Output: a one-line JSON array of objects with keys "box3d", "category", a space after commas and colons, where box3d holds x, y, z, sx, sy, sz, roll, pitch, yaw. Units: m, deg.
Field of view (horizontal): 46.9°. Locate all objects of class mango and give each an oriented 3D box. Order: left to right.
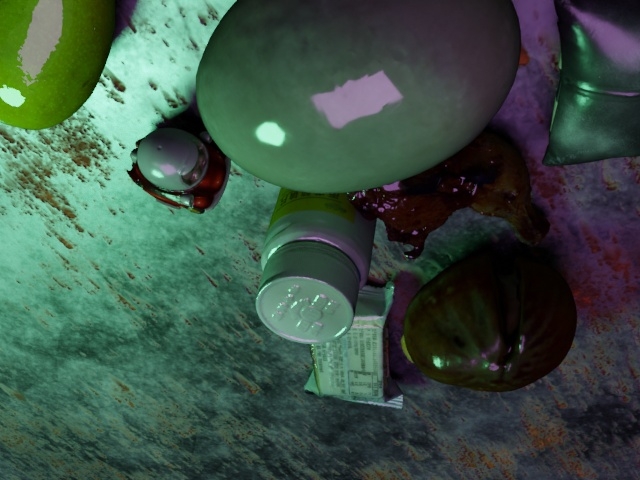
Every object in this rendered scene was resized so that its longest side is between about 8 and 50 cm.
[{"box3d": [-0.332, -0.262, 0.870, 0.175, 0.143, 0.293, 25, 124, -5], "category": "mango"}]

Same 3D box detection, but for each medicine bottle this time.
[{"box3d": [0.000, 0.000, 0.968, 0.143, 0.258, 0.143, 6, 135, 6], "category": "medicine bottle"}]

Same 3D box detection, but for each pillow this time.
[{"box3d": [0.347, -0.182, 0.824, 0.185, 0.106, 0.250, -7, 135, 8], "category": "pillow"}]

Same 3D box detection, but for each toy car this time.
[{"box3d": [-0.201, -0.106, 0.993, 0.139, 0.112, 0.112, 12, 170, 12], "category": "toy car"}]

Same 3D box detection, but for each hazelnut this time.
[{"box3d": [0.247, 0.131, 1.083, 0.251, 0.217, 0.217, -8, 132, 15], "category": "hazelnut"}]

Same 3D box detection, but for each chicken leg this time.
[{"box3d": [0.179, -0.057, 0.957, 0.322, 0.083, 0.178, -6, 121, -20], "category": "chicken leg"}]

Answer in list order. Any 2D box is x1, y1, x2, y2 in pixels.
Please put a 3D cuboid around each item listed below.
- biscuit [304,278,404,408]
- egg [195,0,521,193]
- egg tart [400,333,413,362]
[{"box3d": [0.046, 0.184, 1.271, 0.186, 0.079, 0.309, 3, 135, 12], "category": "biscuit"}, {"box3d": [0.034, -0.179, 0.786, 0.352, 0.259, 0.258, -15, 129, 26], "category": "egg"}, {"box3d": [0.199, 0.171, 1.243, 0.130, 0.052, 0.130, 6, 133, 6], "category": "egg tart"}]
